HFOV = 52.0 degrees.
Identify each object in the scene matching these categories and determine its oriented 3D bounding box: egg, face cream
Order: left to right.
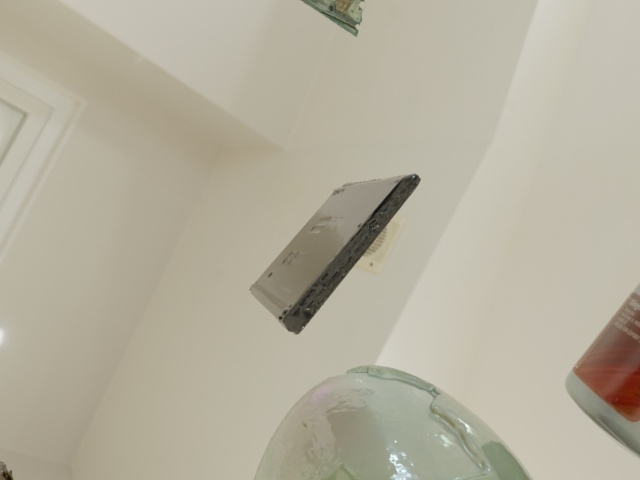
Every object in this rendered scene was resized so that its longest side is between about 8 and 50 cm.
[{"bbox_3d":[0.061,0.273,0.551,0.278,0.278,0.336,-39,-122,27],"label":"egg"},{"bbox_3d":[0.385,0.141,0.668,0.187,0.201,0.201,-55,-146,9],"label":"face cream"}]

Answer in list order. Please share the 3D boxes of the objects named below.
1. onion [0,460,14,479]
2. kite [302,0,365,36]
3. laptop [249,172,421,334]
[{"bbox_3d":[-0.530,0.439,1.032,0.206,0.098,0.151,43,-51,43],"label":"onion"},{"bbox_3d":[0.018,-0.500,1.016,0.368,0.014,0.406,-9,-99,38],"label":"kite"},{"bbox_3d":[0.000,0.000,0.506,0.135,0.016,0.197,-50,-168,-7],"label":"laptop"}]
